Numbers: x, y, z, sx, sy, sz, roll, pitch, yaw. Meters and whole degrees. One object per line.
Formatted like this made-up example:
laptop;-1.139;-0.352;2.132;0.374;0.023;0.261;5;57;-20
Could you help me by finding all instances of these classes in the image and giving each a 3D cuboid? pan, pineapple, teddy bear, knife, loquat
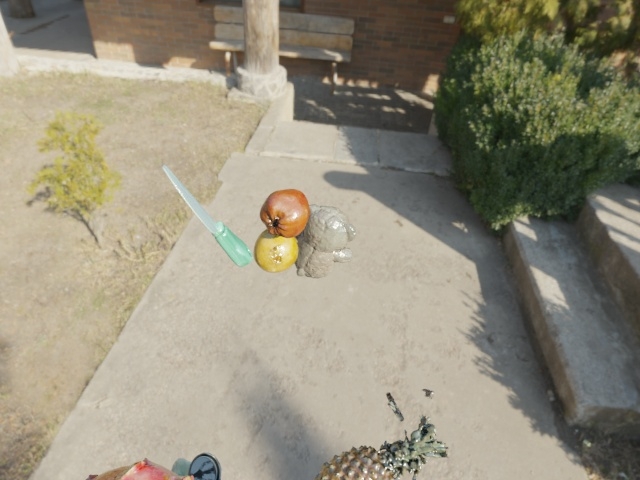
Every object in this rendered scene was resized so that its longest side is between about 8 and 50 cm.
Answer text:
pan;-0.394;0.894;1.598;0.235;0.028;0.136;46;34;-5
pineapple;0.159;0.596;1.139;0.361;0.175;0.175;-35;44;5
teddy bear;-0.001;0.001;1.405;0.236;0.267;0.151;27;33;7
knife;-0.201;-0.031;0.783;0.034;0.260;0.063;-29;45;7
loquat;-0.131;0.026;1.283;0.141;0.141;0.141;3;39;-2

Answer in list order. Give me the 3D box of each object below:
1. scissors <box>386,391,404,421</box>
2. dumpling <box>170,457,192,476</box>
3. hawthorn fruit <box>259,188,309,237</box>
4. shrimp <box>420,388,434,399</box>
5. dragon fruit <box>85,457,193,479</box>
scissors;0.245;0.559;1.463;0.022;0.300;0.109;-29;64;0
dumpling;-0.560;1.062;1.725;0.320;0.270;0.211;42;44;17
hawthorn fruit;-0.090;-0.075;1.172;0.132;0.133;0.138;22;43;20
shrimp;0.438;0.623;1.749;0.029;0.092;0.038;-22;85;-13
dragon fruit;-0.275;0.416;0.608;0.268;0.210;0.205;14;54;23
